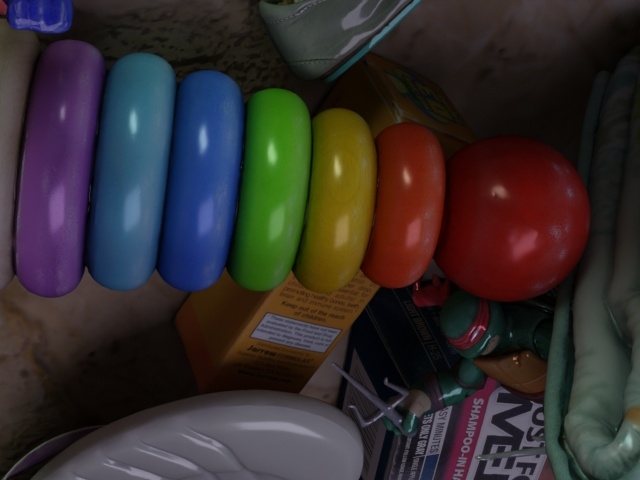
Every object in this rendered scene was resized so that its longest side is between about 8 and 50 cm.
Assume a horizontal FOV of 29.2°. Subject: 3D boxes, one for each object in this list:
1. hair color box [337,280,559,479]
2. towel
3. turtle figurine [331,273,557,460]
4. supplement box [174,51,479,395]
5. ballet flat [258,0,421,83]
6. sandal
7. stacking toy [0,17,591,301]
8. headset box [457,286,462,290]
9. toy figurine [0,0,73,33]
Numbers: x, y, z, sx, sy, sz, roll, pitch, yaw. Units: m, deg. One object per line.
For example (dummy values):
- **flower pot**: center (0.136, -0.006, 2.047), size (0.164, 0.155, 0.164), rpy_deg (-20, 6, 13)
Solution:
- **hair color box**: center (0.193, 0.113, 0.945), size (0.347, 0.105, 0.174), rpy_deg (-7, 132, -19)
- **towel**: center (0.272, 0.078, 0.726), size (0.320, 0.374, 0.090), rpy_deg (40, 134, -22)
- **turtle figurine**: center (0.134, 0.089, 0.754), size (0.234, 0.175, 0.118), rpy_deg (25, 78, -33)
- **supplement box**: center (0.000, 0.000, 0.777), size (0.080, 0.078, 0.233), rpy_deg (15, 123, -34)
- **ballet flat**: center (0.059, -0.169, 0.662), size (0.213, 0.072, 0.068), rpy_deg (-36, 104, 7)
- **sandal**: center (-0.150, 0.185, 0.863), size (0.416, 0.102, 0.169), rpy_deg (-34, 129, 29)
- **stacking toy**: center (-0.021, -0.024, 0.647), size (0.330, 0.141, 0.141), rpy_deg (7, 128, -9)
- **headset box**: center (0.109, -0.011, 0.847), size (0.062, 0.032, 0.083), rpy_deg (-27, 134, 0)
- **toy figurine**: center (-0.097, -0.208, 0.448), size (0.191, 0.217, 0.362), rpy_deg (-10, 134, -15)
